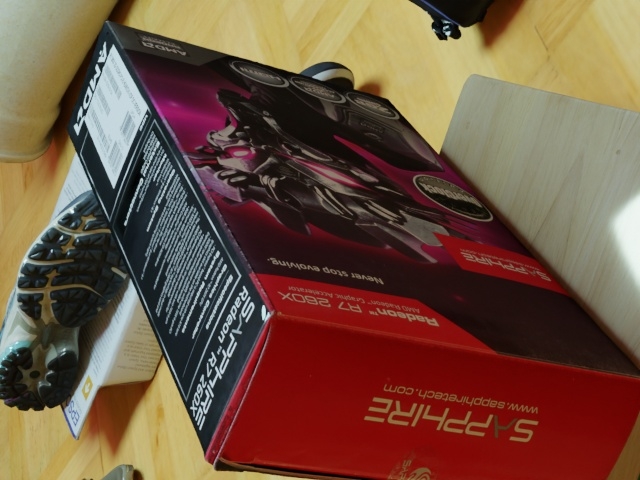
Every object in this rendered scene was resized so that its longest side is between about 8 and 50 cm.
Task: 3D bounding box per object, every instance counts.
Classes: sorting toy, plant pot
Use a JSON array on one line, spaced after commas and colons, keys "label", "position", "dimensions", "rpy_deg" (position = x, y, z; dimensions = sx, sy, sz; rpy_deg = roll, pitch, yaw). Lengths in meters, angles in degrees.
[{"label": "sorting toy", "position": [0.153, 0.045, 0.819], "dimensions": [0.255, 0.089, 0.257], "rpy_deg": [28, 101, 59]}, {"label": "plant pot", "position": [-0.426, -0.330, 1.765], "dimensions": [0.305, 0.334, 0.334], "rpy_deg": [-47, 38, 21]}]

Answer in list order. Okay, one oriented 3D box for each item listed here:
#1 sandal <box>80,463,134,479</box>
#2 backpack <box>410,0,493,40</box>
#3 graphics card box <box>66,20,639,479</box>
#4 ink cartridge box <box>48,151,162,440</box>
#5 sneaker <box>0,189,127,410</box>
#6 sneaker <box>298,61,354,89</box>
[{"label": "sandal", "position": [-0.254, 0.286, 1.417], "dimensions": [0.180, 0.049, 0.072], "rpy_deg": [-26, 55, 52]}, {"label": "backpack", "position": [0.076, -0.266, 1.040], "dimensions": [0.117, 0.158, 0.173], "rpy_deg": [-49, 26, 23]}, {"label": "graphics card box", "position": [0.000, 0.000, 0.774], "dimensions": [0.094, 0.233, 0.371], "rpy_deg": [-67, 30, 21]}, {"label": "ink cartridge box", "position": [-0.239, 0.012, 1.505], "dimensions": [0.324, 0.071, 0.330], "rpy_deg": [51, 123, 54]}, {"label": "sneaker", "position": [-0.295, 0.047, 1.414], "dimensions": [0.283, 0.110, 0.122], "rpy_deg": [-60, 31, 26]}, {"label": "sneaker", "position": [-0.016, -0.047, 1.179], "dimensions": [0.097, 0.084, 0.234], "rpy_deg": [43, 117, 31]}]
